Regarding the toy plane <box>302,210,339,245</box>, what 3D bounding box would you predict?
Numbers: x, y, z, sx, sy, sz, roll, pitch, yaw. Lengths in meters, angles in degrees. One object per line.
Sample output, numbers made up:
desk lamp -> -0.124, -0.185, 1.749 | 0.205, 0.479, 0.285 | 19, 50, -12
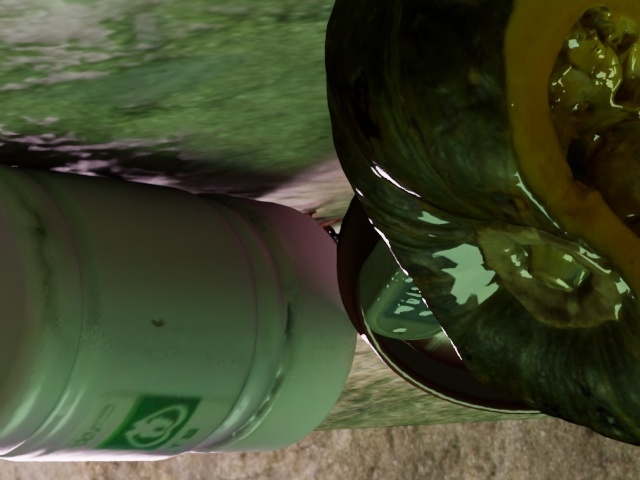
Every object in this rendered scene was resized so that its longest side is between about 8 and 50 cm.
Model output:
toy plane -> 0.000, 0.000, 1.650 | 0.060, 0.037, 0.145 | -12, 169, 6

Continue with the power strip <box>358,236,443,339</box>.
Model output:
power strip -> 0.103, -0.023, 1.291 | 0.080, 0.048, 0.286 | 13, 138, -22

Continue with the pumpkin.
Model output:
pumpkin -> 0.143, -0.050, 0.949 | 0.139, 0.222, 0.317 | -3, 133, 48

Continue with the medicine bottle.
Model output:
medicine bottle -> -0.151, 0.058, 1.421 | 0.212, 0.212, 0.325 | -16, 166, 38

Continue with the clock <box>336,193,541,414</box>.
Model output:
clock -> 0.169, 0.009, 1.426 | 0.319, 0.080, 0.318 | -1, 134, -1
